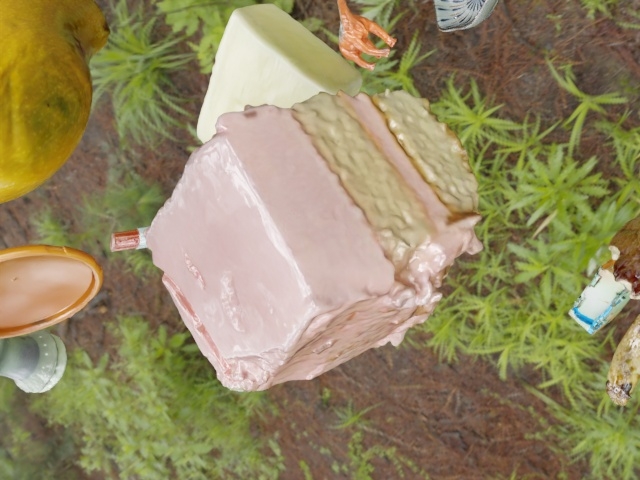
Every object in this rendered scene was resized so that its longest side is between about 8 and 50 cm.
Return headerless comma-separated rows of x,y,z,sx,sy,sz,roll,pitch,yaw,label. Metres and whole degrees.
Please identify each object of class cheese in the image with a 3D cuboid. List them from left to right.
-0.080,-0.225,1.265,0.242,0.124,0.265,40,132,16,cheese

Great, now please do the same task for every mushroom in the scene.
0.527,0.084,1.185,0.208,0.233,0.302,37,129,-15,mushroom

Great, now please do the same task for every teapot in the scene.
-0.543,0.182,1.204,0.184,0.251,0.183,-9,69,23,teapot

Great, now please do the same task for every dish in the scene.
0.318,-0.511,1.527,0.191,0.066,0.190,-24,60,51,dish

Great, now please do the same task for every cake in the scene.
0.000,0.000,0.914,0.293,0.307,0.314,61,141,20,cake

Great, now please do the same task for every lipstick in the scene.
-0.268,-0.016,1.422,0.068,0.274,0.061,110,149,-70,lipstick

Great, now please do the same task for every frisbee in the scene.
-0.351,0.055,0.857,0.192,0.192,0.035,-50,56,42,frisbee

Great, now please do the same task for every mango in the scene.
-0.318,-0.161,0.728,0.187,0.359,0.144,6,131,-12,mango

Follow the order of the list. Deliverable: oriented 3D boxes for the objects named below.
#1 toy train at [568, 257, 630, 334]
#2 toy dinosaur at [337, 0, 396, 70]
0.563,0.101,1.440,0.072,0.099,0.188,50,148,28,toy train
0.061,-0.305,1.101,0.101,0.055,0.279,25,170,-2,toy dinosaur
